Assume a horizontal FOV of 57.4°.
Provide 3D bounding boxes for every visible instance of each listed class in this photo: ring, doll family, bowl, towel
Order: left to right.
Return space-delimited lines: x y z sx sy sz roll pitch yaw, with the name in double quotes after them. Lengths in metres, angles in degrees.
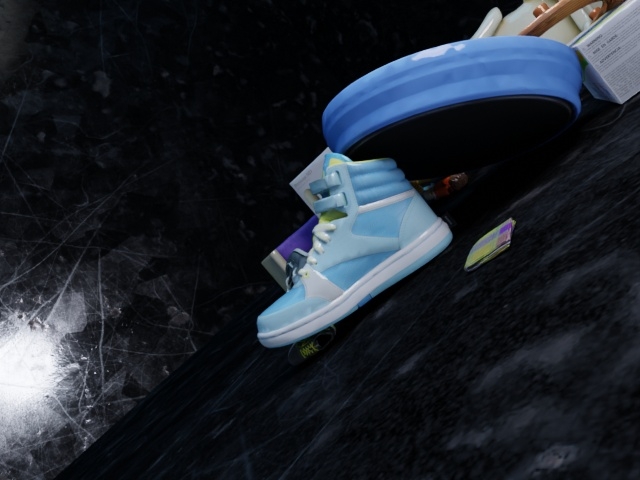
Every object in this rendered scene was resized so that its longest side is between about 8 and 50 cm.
0.182 -0.094 1.190 0.263 0.118 0.163 -41 3 -19 "doll family"
0.198 -0.178 0.900 0.390 0.077 0.391 -8 -10 -2 "bowl"
0.189 0.005 0.650 0.060 0.009 0.083 -39 2 28 "towel"
0.361 -0.316 0.961 0.336 0.032 0.336 -33 -12 -8 "ring"

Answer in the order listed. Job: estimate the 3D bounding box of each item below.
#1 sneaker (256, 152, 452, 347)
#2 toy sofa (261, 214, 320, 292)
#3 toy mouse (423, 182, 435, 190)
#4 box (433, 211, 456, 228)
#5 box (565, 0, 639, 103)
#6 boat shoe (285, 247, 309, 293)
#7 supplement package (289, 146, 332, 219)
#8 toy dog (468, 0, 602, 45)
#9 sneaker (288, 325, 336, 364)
0.008 -0.001 0.848 0.318 0.208 0.127 -33 4 -6 "sneaker"
0.000 0.000 1.866 0.362 0.150 0.177 -42 2 -32 "toy sofa"
0.238 -0.096 1.408 0.161 0.031 0.143 -40 3 -1 "toy mouse"
0.160 -0.003 0.987 0.116 0.029 0.162 -40 4 1 "box"
0.442 -0.282 0.866 0.114 0.103 0.203 -38 3 22 "box"
-0.055 0.093 1.481 0.099 0.116 0.319 -37 7 -14 "boat shoe"
0.099 -0.144 1.625 0.199 0.263 0.198 -38 3 40 "supplement package"
0.529 -0.504 1.530 0.395 0.285 0.408 -42 1 -44 "toy dog"
-0.014 0.149 0.838 0.083 0.031 0.035 -40 3 1 "sneaker"
